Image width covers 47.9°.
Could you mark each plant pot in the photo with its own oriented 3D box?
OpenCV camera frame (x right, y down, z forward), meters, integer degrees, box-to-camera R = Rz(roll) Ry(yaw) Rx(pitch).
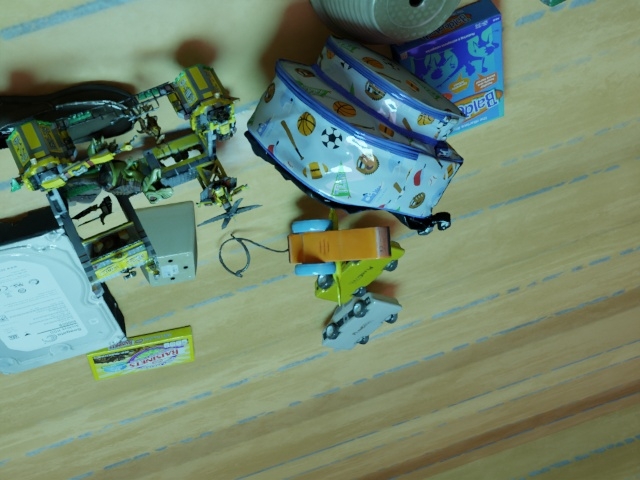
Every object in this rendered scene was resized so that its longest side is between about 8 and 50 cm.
[{"bbox_3d":[0.102,-0.335,0.916,0.237,0.109,0.237,-12,141,-10],"label":"plant pot"},{"bbox_3d":[-0.252,0.013,1.188,0.109,0.096,0.109,-10,141,-14],"label":"plant pot"}]

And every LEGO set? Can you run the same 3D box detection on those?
[{"bbox_3d":[-0.225,-0.063,0.957,0.331,0.192,0.255,-21,160,-25],"label":"LEGO set"}]

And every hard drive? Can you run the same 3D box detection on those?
[{"bbox_3d":[-0.489,0.097,1.211,0.237,0.064,0.339,-15,143,-7],"label":"hard drive"}]

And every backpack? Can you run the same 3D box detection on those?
[{"bbox_3d":[0.045,-0.146,0.967,0.263,0.276,0.213,-8,128,-48],"label":"backpack"}]

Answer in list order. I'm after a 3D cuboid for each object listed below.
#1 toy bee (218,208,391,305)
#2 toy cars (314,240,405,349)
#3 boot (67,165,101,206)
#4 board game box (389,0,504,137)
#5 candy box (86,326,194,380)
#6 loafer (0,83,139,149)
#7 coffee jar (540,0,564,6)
[{"bbox_3d":[0.000,0.000,1.267,0.162,0.298,0.195,-4,111,-64],"label":"toy bee"},{"bbox_3d":[0.073,0.096,1.455,0.177,0.087,0.393,-12,145,-3],"label":"toy cars"},{"bbox_3d":[-0.382,-0.084,1.059,0.118,0.042,0.087,6,143,-21],"label":"boot"},{"bbox_3d":[0.200,-0.250,1.114,0.160,0.047,0.210,-22,143,1],"label":"board game box"},{"bbox_3d":[-0.361,0.230,1.461,0.206,0.027,0.105,-10,145,-13],"label":"candy box"},{"bbox_3d":[-0.348,-0.149,0.959,0.220,0.078,0.080,-10,141,-13],"label":"loafer"},{"bbox_3d":[0.382,-0.402,0.986,0.184,0.079,0.096,-24,142,4],"label":"coffee jar"}]
